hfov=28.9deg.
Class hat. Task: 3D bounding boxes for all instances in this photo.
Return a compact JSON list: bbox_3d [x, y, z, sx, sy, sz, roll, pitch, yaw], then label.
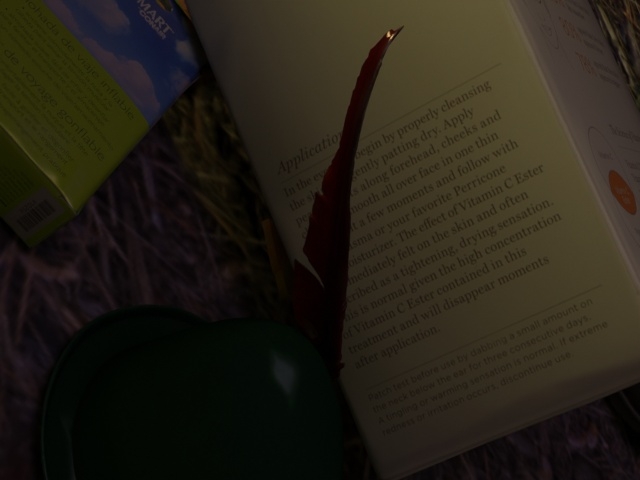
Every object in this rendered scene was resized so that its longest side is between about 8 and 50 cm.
[{"bbox_3d":[-0.002,0.065,0.527,0.208,0.183,0.173,53,34,-7],"label":"hat"}]

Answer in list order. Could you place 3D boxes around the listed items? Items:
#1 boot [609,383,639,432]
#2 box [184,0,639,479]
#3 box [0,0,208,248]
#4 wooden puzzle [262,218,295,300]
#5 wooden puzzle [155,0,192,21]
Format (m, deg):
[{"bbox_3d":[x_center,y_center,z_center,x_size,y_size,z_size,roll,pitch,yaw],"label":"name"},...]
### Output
[{"bbox_3d":[0.274,0.030,0.887,0.076,0.208,0.190,-9,67,-38],"label":"boot"},{"bbox_3d":[0.077,-0.067,0.712,0.215,0.168,0.345,0,66,-63],"label":"box"},{"bbox_3d":[-0.128,-0.088,0.615,0.109,0.042,0.178,50,33,-14],"label":"box"},{"bbox_3d":[0.000,0.000,0.739,0.116,0.014,0.079,-6,73,-54],"label":"wooden puzzle"},{"bbox_3d":[-0.087,-0.126,0.732,0.049,0.006,0.083,55,34,-5],"label":"wooden puzzle"}]
